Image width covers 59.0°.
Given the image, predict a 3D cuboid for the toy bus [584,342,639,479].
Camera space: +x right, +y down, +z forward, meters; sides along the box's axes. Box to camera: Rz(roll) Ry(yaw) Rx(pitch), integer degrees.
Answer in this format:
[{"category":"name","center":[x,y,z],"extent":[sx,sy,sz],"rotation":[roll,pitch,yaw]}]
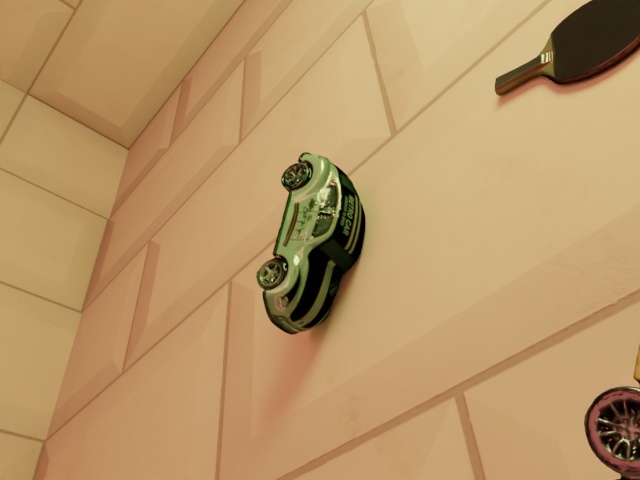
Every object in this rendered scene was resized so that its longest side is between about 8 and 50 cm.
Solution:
[{"category":"toy bus","center":[0.310,0.052,0.405],"extent":[0.151,0.145,0.331],"rotation":[5,72,48]}]

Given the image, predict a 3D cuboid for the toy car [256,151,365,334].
[{"category":"toy car","center":[0.000,0.000,0.917],"extent":[0.125,0.136,0.305],"rotation":[-5,60,30]}]

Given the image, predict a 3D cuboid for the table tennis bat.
[{"category":"table tennis bat","center":[0.330,-0.254,0.750],"extent":[0.220,0.019,0.130],"rotation":[-23,46,44]}]
